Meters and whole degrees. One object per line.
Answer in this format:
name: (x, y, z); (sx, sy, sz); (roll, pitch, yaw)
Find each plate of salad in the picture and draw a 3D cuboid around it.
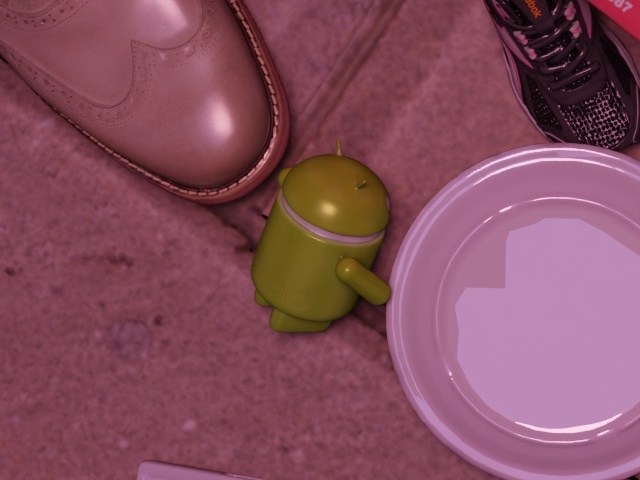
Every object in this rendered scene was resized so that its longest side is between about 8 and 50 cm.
plate of salad: (0.137, 0.043, 1.080); (0.199, 0.048, 0.200); (1, 96, 8)

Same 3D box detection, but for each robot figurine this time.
robot figurine: (0.000, 0.000, 1.091); (0.101, 0.067, 0.115); (58, 137, 46)

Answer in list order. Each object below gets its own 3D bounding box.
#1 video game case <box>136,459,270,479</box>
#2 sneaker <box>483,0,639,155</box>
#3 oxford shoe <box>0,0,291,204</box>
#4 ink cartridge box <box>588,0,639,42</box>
video game case: (-0.026, 0.259, 1.122); (0.206, 0.026, 0.227); (8, 89, 14)
sneaker: (0.124, -0.126, 1.075); (0.072, 0.077, 0.178); (-32, 82, 12)
oxford shoe: (-0.175, -0.179, 1.113); (0.140, 0.146, 0.397); (-45, 79, 7)
ink cartridge box: (0.205, -0.333, 0.958); (0.279, 0.160, 0.385); (42, 120, 12)
